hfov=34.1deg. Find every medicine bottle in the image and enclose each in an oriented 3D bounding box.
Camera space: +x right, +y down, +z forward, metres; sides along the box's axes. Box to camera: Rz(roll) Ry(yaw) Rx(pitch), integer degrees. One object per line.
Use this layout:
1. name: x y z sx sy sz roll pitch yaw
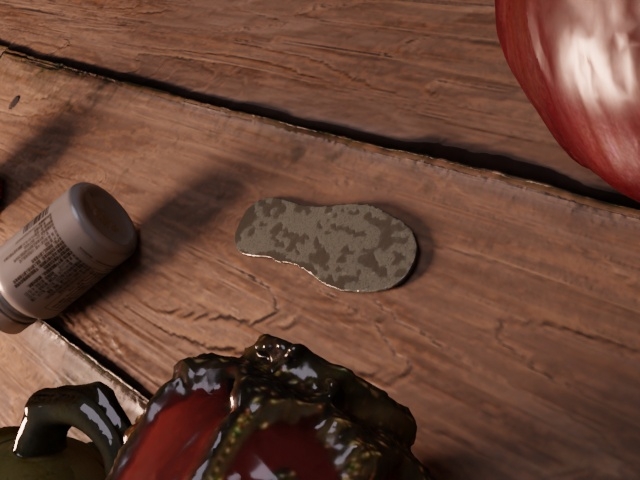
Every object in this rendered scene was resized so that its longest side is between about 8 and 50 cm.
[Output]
1. medicine bottle: -0.233 0.019 0.909 0.140 0.079 0.079 -37 40 18

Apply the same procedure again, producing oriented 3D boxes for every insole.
1. insole: 0.000 0.000 0.751 0.193 0.006 0.065 12 70 49

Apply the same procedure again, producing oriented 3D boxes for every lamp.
1. lamp: -0.050 0.186 0.528 0.177 0.177 0.274 10 68 48

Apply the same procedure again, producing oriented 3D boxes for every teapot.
1. teapot: -0.173 0.211 0.644 0.182 0.173 0.269 47 116 22

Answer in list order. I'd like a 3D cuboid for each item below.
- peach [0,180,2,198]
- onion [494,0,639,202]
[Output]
1. peach: -0.423 -0.054 1.121 0.151 0.151 0.118 14 84 49
2. onion: 0.205 -0.189 0.481 0.347 0.285 0.348 -38 33 30
